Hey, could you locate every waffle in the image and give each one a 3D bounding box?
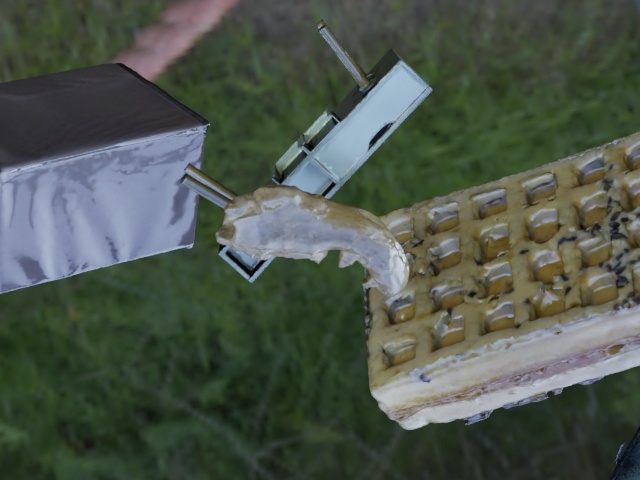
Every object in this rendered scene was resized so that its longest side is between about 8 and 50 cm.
[{"bbox_3d":[0.234,0.039,1.971,0.376,0.261,0.114,-19,135,20],"label":"waffle"}]

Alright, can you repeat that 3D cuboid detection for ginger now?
[{"bbox_3d":[0.003,-0.002,1.438,0.173,0.051,0.069,21,118,-18],"label":"ginger"}]

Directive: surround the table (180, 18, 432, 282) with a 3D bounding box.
[{"bbox_3d":[-0.022,-0.094,1.670,0.240,0.111,0.121,-47,-171,6],"label":"table"}]

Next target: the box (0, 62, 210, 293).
[{"bbox_3d":[-0.274,-0.068,1.896,0.252,0.153,0.188,-16,-144,-37],"label":"box"}]

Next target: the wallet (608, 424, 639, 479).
[{"bbox_3d":[0.372,0.233,1.711,0.379,0.190,0.046,-58,164,-13],"label":"wallet"}]
